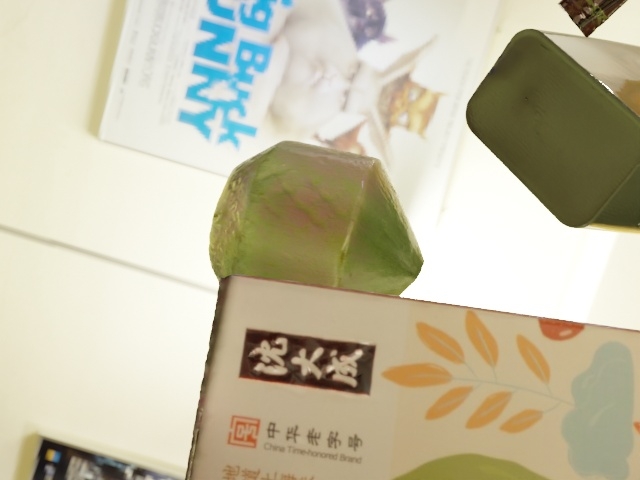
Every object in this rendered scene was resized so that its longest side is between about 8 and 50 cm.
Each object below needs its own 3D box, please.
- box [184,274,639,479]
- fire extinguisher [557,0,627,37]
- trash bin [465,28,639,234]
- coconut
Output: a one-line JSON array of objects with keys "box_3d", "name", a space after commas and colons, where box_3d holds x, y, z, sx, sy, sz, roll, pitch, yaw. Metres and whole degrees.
[{"box_3d": [0.108, 0.222, 0.537, 0.122, 0.385, 0.345, 87, 11, -76], "name": "box"}, {"box_3d": [0.279, -0.247, 0.816, 0.158, 0.043, 0.064, -44, -159, 23], "name": "fire extinguisher"}, {"box_3d": [0.351, -0.123, 1.068, 0.343, 0.223, 0.158, 1, 132, -46], "name": "trash bin"}, {"box_3d": [0.000, 0.000, 1.031, 0.205, 0.235, 0.236, 85, 19, -62], "name": "coconut"}]
